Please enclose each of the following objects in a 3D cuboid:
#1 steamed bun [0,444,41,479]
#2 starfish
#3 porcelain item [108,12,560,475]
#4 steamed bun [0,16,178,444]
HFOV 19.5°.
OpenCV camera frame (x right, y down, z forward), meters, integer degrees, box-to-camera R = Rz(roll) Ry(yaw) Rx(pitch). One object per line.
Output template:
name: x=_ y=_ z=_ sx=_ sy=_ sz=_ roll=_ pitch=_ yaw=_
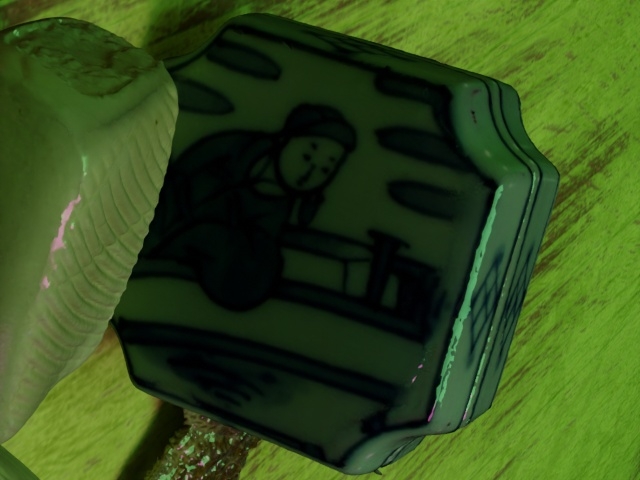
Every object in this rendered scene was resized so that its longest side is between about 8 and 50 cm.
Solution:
steamed bun: x=-0.285 y=0.220 z=0.723 sx=0.371 sy=0.290 sz=0.456 roll=-56 pitch=149 yaw=5
starfish: x=-0.080 y=0.159 z=1.523 sx=0.302 sy=0.060 sz=0.299 roll=-42 pitch=142 yaw=-50
porcelain item: x=0.000 y=0.000 z=1.286 sx=0.157 sy=0.281 sz=0.285 roll=-6 pitch=115 yaw=-68
steamed bun: x=-0.184 y=-0.015 z=1.046 sx=0.170 sy=0.153 sz=0.238 roll=-45 pitch=162 yaw=-59
